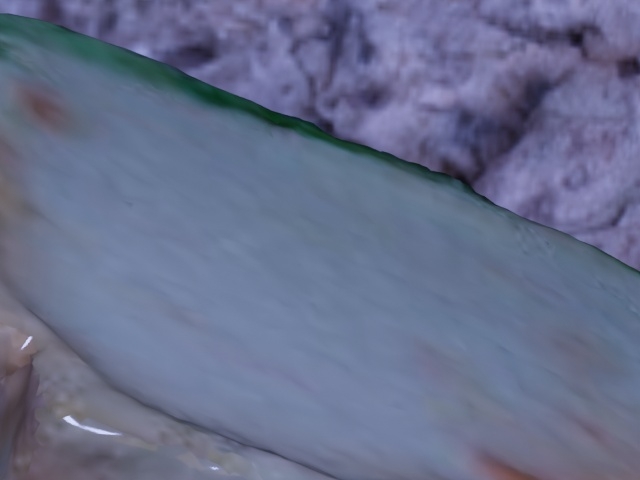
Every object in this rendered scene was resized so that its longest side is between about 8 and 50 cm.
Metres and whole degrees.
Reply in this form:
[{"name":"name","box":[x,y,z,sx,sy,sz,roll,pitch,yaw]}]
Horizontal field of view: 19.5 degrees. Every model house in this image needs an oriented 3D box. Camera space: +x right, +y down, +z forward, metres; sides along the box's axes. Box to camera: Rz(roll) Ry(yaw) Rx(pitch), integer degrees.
[{"name":"model house","box":[-0.039,0.132,0.566,0.312,0.245,0.280,22,113,-20]}]
